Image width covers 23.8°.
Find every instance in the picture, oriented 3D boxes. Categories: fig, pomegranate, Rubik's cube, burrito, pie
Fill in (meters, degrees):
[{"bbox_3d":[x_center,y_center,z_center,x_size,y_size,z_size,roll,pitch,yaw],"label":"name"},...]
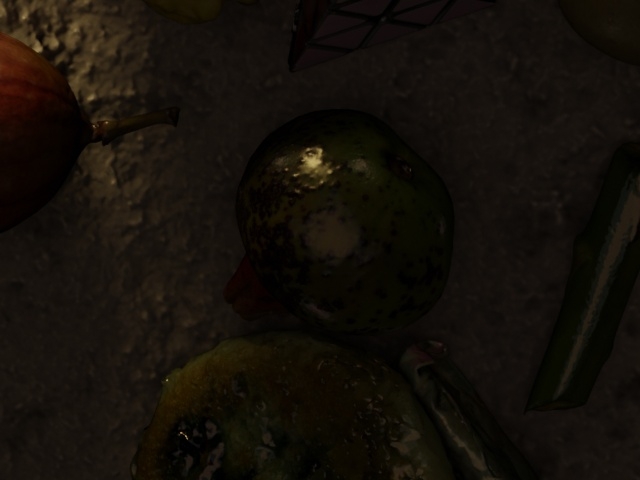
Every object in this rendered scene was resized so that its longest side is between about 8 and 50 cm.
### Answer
[{"bbox_3d":[-0.289,-0.102,1.427,0.249,0.186,0.203,-4,126,-33],"label":"fig"},{"bbox_3d":[0.000,0.000,1.387,0.248,0.214,0.214,-36,93,35],"label":"pomegranate"},{"bbox_3d":[0.069,-0.221,1.411,0.178,0.211,0.190,12,134,-15],"label":"Rubik's cube"},{"bbox_3d":[0.168,0.225,1.441,0.066,0.096,0.309,-36,93,21],"label":"burrito"},{"bbox_3d":[-0.026,0.231,1.432,0.371,0.078,0.296,4,88,31],"label":"pie"}]

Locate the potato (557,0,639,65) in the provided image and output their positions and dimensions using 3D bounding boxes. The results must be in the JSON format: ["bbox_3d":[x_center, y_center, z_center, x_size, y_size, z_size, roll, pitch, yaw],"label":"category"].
[{"bbox_3d":[0.324,-0.304,1.273,0.243,0.221,0.326,30,112,12],"label":"potato"}]

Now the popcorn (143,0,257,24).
[{"bbox_3d":[-0.132,-0.330,1.327,0.215,0.252,0.286,-37,102,-14],"label":"popcorn"}]

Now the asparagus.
[{"bbox_3d":[0.261,0.044,1.418,0.067,0.060,0.277,15,101,-6],"label":"asparagus"}]
